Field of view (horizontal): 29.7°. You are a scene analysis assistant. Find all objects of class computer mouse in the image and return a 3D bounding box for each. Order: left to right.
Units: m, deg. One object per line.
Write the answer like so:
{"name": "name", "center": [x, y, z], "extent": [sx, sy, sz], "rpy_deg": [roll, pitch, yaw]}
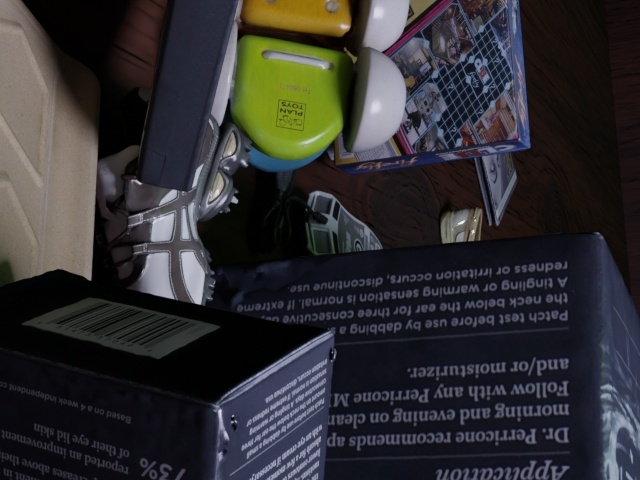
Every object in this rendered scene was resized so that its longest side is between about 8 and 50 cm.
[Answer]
{"name": "computer mouse", "center": [0.000, 0.000, 1.013], "extent": [0.193, 0.042, 0.106], "rpy_deg": [45, 38, -49]}

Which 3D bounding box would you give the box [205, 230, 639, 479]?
{"name": "box", "center": [0.111, 0.308, 0.867], "extent": [0.480, 0.297, 0.472], "rpy_deg": [47, 44, -56]}

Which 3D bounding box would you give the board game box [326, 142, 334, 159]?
{"name": "board game box", "center": [0.016, -0.165, 1.115], "extent": [0.103, 0.026, 0.154], "rpy_deg": [61, 31, -43]}

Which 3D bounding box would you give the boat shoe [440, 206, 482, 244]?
{"name": "boat shoe", "center": [0.175, 0.038, 1.422], "extent": [0.056, 0.048, 0.153], "rpy_deg": [-2, 86, -68]}

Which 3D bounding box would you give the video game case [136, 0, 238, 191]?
{"name": "video game case", "center": [-0.051, -0.206, 0.657], "extent": [0.275, 0.035, 0.248], "rpy_deg": [111, -13, -49]}

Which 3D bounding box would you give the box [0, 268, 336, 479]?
{"name": "box", "center": [-0.089, 0.134, 0.533], "extent": [0.108, 0.153, 0.207], "rpy_deg": [-25, 123, -62]}

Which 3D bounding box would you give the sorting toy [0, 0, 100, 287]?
{"name": "sorting toy", "center": [-0.183, -0.096, 0.597], "extent": [0.229, 0.041, 0.307], "rpy_deg": [51, 32, -58]}

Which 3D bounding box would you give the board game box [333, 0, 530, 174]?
{"name": "board game box", "center": [0.088, -0.188, 1.041], "extent": [0.042, 0.165, 0.243], "rpy_deg": [20, 66, -66]}

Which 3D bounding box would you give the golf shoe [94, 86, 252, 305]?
{"name": "golf shoe", "center": [-0.109, -0.002, 0.720], "extent": [0.094, 0.077, 0.198], "rpy_deg": [35, 50, -34]}

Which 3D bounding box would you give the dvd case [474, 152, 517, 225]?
{"name": "dvd case", "center": [0.232, -0.152, 1.660], "extent": [0.164, 0.018, 0.221], "rpy_deg": [-53, 132, -60]}

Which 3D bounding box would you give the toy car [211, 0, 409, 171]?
{"name": "toy car", "center": [-0.025, -0.131, 0.885], "extent": [0.136, 0.159, 0.182], "rpy_deg": [122, -26, -63]}
